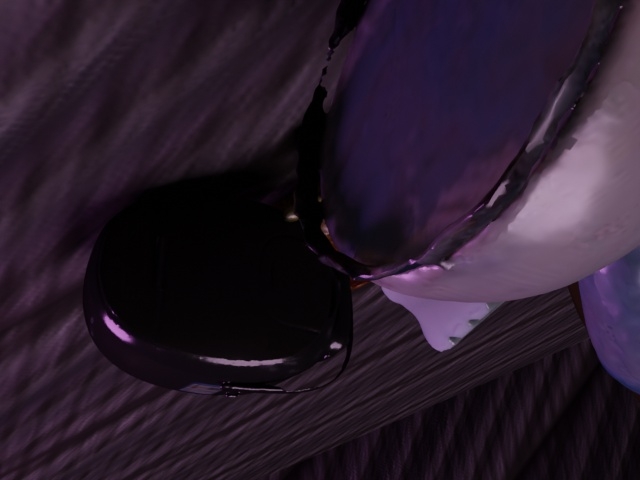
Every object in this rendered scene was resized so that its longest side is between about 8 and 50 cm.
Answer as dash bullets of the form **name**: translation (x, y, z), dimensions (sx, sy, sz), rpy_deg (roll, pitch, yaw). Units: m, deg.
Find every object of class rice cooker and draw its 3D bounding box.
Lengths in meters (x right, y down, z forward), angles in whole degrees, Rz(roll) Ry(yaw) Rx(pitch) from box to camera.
- **rice cooker**: translation (-0.072, 0.043, 0.745), dimensions (0.203, 0.142, 0.118), rpy_deg (15, 151, -22)

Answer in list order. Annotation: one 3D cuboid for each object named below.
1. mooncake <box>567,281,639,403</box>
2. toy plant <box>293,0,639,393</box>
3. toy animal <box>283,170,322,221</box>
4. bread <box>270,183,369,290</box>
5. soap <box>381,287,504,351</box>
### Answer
- **mooncake**: translation (0.471, 0.083, 1.276), dimensions (0.201, 0.378, 0.378), rpy_deg (-29, 163, -4)
- **toy plant**: translation (0.180, -0.042, 0.512), dimensions (0.332, 0.247, 0.247), rpy_deg (19, 141, -26)
- **toy animal**: translation (0.062, -0.063, 0.766), dimensions (0.181, 0.073, 0.136), rpy_deg (-31, 169, 10)
- **bread**: translation (0.000, 0.000, 0.887), dimensions (0.193, 0.063, 0.193), rpy_deg (-17, 160, -6)
- **soap**: translation (0.190, -0.030, 0.889), dimensions (0.265, 0.087, 0.160), rpy_deg (-36, 167, -26)
